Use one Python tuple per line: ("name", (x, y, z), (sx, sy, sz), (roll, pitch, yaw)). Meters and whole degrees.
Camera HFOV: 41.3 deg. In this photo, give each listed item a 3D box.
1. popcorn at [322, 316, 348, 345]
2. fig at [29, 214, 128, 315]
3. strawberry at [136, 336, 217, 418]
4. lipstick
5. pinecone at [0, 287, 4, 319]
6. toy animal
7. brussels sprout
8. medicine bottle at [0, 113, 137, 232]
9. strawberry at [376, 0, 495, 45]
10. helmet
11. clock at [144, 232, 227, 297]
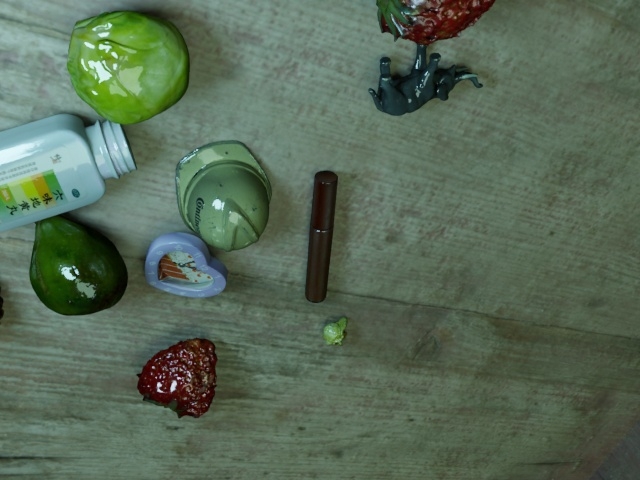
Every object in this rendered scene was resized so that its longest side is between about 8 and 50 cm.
("popcorn", (0.042, 0.233, 2.176), (0.083, 0.059, 0.068), (-47, 130, 5))
("fig", (-0.499, 0.037, 1.715), (0.196, 0.195, 0.244), (-20, 103, -7))
("strawberry", (-0.327, 0.320, 2.028), (0.201, 0.187, 0.184), (-60, 172, -5))
("lipstick", (0.000, 0.000, 1.972), (0.057, 0.057, 0.356), (-9, 130, -16))
("pinecone", (-0.740, 0.136, 1.705), (0.165, 0.162, 0.162), (-13, 132, 4))
("toy animal", (0.223, -0.343, 1.777), (0.270, 0.082, 0.137), (-19, 135, -14))
("brussels sprout", (-0.337, -0.311, 1.506), (0.223, 0.161, 0.223), (-9, 135, -9))
("medicine bottle", (-0.518, -0.135, 1.601), (0.324, 0.124, 0.179), (-19, 131, -9))
("strawberry", (0.228, -0.502, 1.548), (0.289, 0.238, 0.250), (-25, 137, -15))
("helmet", (-0.191, -0.066, 1.783), (0.204, 0.137, 0.257), (-23, 132, -5))
("clock", (-0.307, 0.052, 1.871), (0.172, 0.064, 0.198), (-17, 135, 22))
